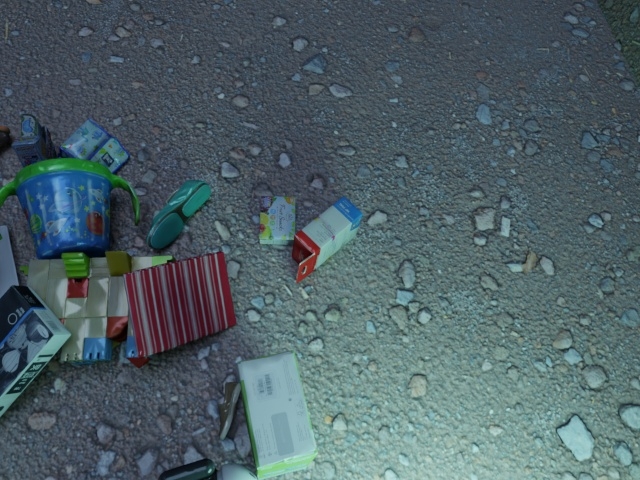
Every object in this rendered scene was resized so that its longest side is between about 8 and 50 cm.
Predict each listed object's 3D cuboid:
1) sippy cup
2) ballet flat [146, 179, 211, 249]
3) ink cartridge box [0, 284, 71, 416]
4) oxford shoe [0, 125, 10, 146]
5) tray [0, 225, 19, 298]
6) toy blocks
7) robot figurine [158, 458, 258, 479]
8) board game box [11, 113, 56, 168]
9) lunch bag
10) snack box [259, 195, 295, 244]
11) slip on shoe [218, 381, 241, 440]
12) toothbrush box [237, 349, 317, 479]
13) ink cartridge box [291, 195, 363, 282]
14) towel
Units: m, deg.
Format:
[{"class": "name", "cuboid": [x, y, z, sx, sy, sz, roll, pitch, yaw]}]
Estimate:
[{"class": "sippy cup", "cuboid": [-0.639, -0.058, 1.349, 0.306, 0.240, 0.224, -17, 74, 10]}, {"class": "ballet flat", "cuboid": [-0.405, -0.075, 1.462, 0.087, 0.083, 0.247, 19, 59, 32]}, {"class": "ink cartridge box", "cuboid": [-0.718, 0.274, 1.165, 0.165, 0.065, 0.332, 41, 92, 15]}, {"class": "oxford shoe", "cuboid": [-1.017, -0.204, 1.454, 0.364, 0.130, 0.132, -35, 104, -29]}, {"class": "tray", "cuboid": [-0.844, 0.096, 1.341, 0.145, 0.030, 0.270, -19, 66, -15]}, {"class": "toy blocks", "cuboid": [-0.541, 0.179, 1.264, 0.381, 0.191, 0.260, -2, 72, -3]}, {"class": "robot figurine", "cuboid": [-0.248, 0.565, 1.069, 0.278, 0.209, 0.173, -16, 53, -11]}, {"class": "board game box", "cuboid": [-0.765, -0.241, 1.436, 0.060, 0.194, 0.194, -9, 64, -11]}, {"class": "lunch bag", "cuboid": [-0.644, -0.248, 1.511, 0.151, 0.096, 0.129, 41, 62, -16]}, {"class": "snack box", "cuboid": [-0.121, -0.057, 1.495, 0.100, 0.037, 0.141, 2, 62, -7]}, {"class": "slip on shoe", "cuboid": [-0.220, 0.395, 1.236, 0.041, 0.051, 0.135, 16, 59, -3]}, {"class": "toothbrush box", "cuboid": [-0.097, 0.380, 1.126, 0.122, 0.283, 0.206, -10, 64, -10]}, {"class": "ink cartridge box", "cuboid": [0.000, 0.000, 1.423, 0.231, 0.134, 0.078, -39, 73, -23]}, {"class": "towel", "cuboid": [-0.325, 0.144, 1.259, 0.275, 0.031, 0.198, -13, 96, -45]}]
